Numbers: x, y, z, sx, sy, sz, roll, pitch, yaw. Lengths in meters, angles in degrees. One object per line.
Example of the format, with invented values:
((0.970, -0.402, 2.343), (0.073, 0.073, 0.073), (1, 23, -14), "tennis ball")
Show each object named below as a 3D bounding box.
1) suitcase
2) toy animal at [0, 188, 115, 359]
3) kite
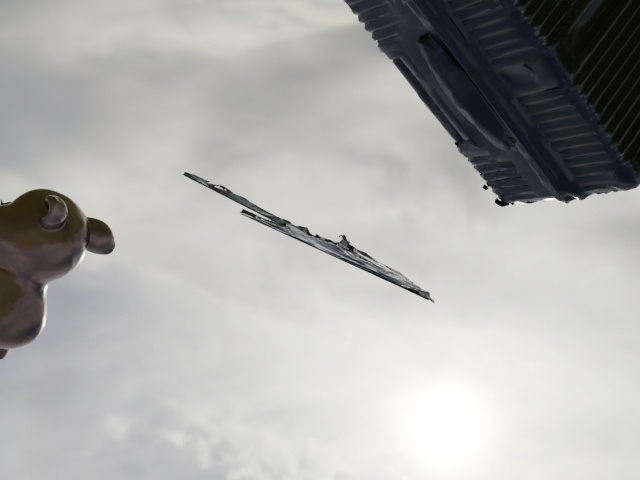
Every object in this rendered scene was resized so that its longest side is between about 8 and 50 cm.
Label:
((0.193, -0.213, 0.734), (0.152, 0.229, 0.335), (-9, -142, 55), "suitcase")
((-0.216, 0.023, 0.754), (0.089, 0.150, 0.083), (32, -166, -5), "toy animal")
((0.000, -0.001, 1.221), (0.368, 0.014, 0.406), (27, 176, -26), "kite")
